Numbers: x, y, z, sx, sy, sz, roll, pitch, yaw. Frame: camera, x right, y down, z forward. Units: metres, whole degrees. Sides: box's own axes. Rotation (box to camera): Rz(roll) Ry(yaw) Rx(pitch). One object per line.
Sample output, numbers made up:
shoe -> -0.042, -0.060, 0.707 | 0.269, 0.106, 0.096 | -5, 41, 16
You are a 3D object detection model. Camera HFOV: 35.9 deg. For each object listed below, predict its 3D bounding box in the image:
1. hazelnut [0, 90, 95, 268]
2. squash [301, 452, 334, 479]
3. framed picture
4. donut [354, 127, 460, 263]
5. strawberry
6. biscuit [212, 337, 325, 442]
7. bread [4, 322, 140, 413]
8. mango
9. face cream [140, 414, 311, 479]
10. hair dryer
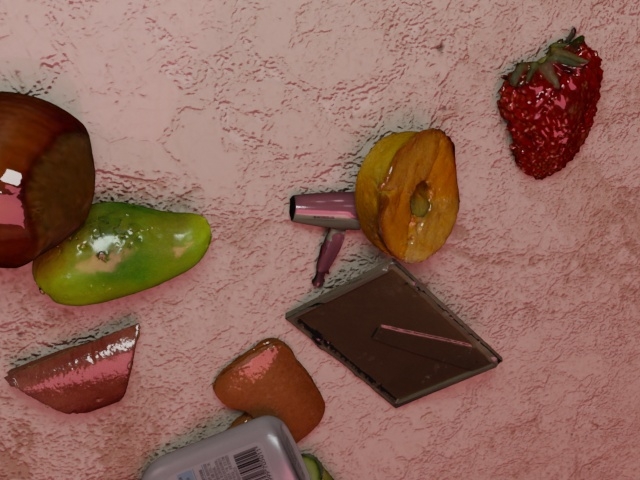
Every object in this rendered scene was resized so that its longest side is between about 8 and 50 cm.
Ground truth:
hazelnut -> -0.372, -0.068, 1.166 | 0.210, 0.210, 0.186 | -43, 145, 7
squash -> -0.010, 0.437, 1.590 | 0.123, 0.123, 0.187 | -34, 126, 1
framed picture -> 0.112, 0.148, 1.477 | 0.209, 0.019, 0.281 | -27, 127, 28
donut -> 0.117, -0.065, 1.356 | 0.174, 0.074, 0.190 | -50, 135, -25
strawberry -> 0.345, -0.175, 1.393 | 0.167, 0.087, 0.208 | -31, 124, -3
biscuit -> -0.094, 0.256, 1.507 | 0.186, 0.036, 0.192 | -31, 121, 1
bread -> -0.323, 0.192, 1.375 | 0.192, 0.067, 0.119 | -22, 122, -6
mango -> -0.256, 0.009, 1.275 | 0.233, 0.111, 0.125 | -17, 127, -7
face cream -> -0.186, 0.390, 1.489 | 0.336, 0.080, 0.163 | -24, 94, 9
hair dryer -> 0.006, 0.002, 1.399 | 0.106, 0.054, 0.154 | -2, 122, -13
